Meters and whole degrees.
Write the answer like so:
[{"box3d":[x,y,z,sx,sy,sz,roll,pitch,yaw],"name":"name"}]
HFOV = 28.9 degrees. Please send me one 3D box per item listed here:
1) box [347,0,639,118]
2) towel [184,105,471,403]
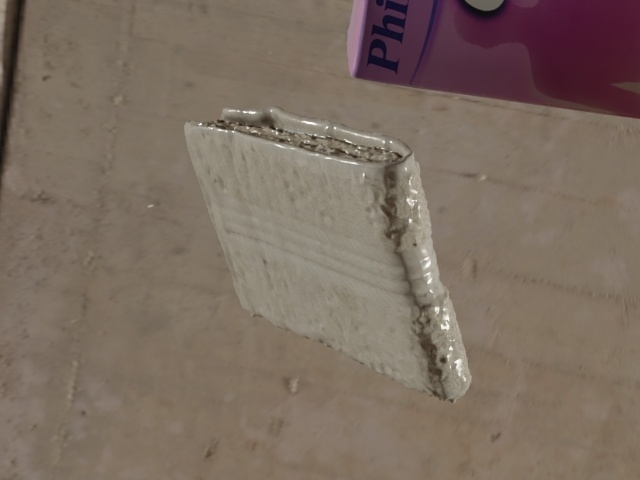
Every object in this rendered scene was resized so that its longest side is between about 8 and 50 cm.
[{"box3d":[0.149,-0.185,0.663,0.243,0.117,0.213,8,-69,-2],"name":"box"},{"box3d":[0.000,0.000,0.909,0.049,0.282,0.187,-30,-63,-25],"name":"towel"}]
